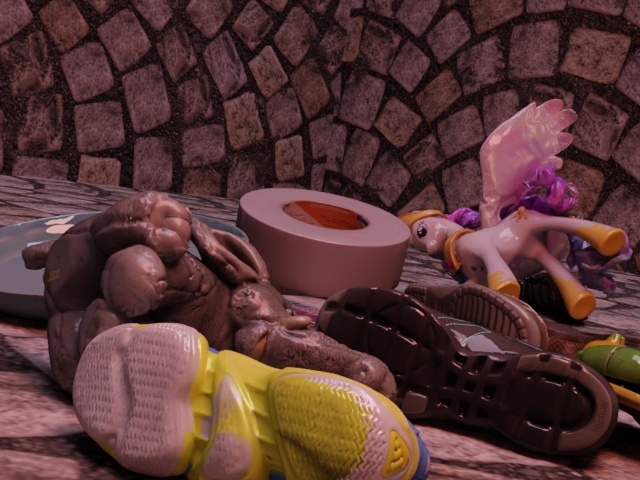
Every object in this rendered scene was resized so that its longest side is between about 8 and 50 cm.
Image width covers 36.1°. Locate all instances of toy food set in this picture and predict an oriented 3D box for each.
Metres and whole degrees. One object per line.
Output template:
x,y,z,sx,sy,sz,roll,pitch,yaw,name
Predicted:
0.300,0.127,0.839,0.128,0.071,0.218,33,-7,-29,toy food set

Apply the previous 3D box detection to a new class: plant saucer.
-0.236,0.025,1.064,0.318,0.043,0.317,-1,17,0,plant saucer

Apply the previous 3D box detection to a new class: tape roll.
0.000,0.000,1.244,0.219,0.072,0.219,11,18,-4,tape roll

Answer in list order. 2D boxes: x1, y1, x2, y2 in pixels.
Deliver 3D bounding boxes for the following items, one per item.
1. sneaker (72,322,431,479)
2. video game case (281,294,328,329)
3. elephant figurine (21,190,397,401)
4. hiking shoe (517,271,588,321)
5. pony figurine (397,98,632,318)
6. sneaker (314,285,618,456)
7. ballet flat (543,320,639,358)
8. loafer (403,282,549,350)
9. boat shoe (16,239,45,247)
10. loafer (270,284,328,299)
-0.040,0.117,0.605,0.240,0.091,0.126,12,-13,35,sneaker
-0.002,0.098,1.020,0.210,0.042,0.232,5,6,-41,video game case
-0.090,0.065,0.787,0.239,0.186,0.169,19,-46,-39,elephant figurine
0.388,0.097,1.678,0.114,0.086,0.227,-6,0,5,hiking shoe
0.303,-0.014,1.517,0.351,0.303,0.363,-25,28,-13,pony figurine
0.119,0.117,0.836,0.267,0.101,0.106,21,-2,23,sneaker
0.347,0.143,1.148,0.250,0.058,0.084,12,6,-26,ballet flat
0.188,0.091,1.146,0.087,0.094,0.251,2,7,-26,loafer
-0.402,0.014,1.172,0.178,0.064,0.060,15,-6,-23,boat shoe
0.021,0.038,1.446,0.111,0.112,0.319,17,15,24,loafer
